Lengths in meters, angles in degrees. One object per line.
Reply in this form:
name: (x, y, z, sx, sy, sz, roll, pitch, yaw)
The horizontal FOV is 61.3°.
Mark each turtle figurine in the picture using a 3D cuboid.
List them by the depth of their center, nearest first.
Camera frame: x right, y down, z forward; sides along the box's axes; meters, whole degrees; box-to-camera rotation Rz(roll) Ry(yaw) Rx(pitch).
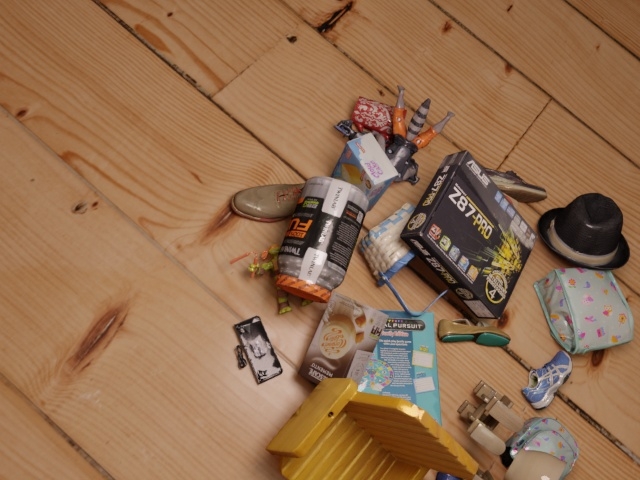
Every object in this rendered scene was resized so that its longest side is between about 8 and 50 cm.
turtle figurine: (-0.118, 0.100, 1.574, 0.270, 0.087, 0.217, -16, 81, -27)

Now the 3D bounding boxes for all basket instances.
basket: (0.280, 0.052, 1.622, 0.255, 0.201, 0.289, -33, 74, -24)

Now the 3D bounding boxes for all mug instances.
mug: (0.190, -0.404, 1.826, 0.169, 0.113, 0.150, 20, 60, -1)

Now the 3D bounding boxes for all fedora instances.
fedora: (0.885, -0.054, 1.768, 0.334, 0.152, 0.334, 6, 40, -5)

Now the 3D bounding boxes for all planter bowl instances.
planter bowl: (0.543, 0.608, 1.393, 0.109, 0.162, 0.162, 31, 63, 29)

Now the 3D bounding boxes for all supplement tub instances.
supplement tub: (0.000, 0.000, 1.484, 0.194, 0.193, 0.315, 20, 76, -5)

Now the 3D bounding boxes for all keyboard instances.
keyboard: (-0.187, 0.310, 1.514, 0.108, 0.023, 0.180, -19, 74, -26)

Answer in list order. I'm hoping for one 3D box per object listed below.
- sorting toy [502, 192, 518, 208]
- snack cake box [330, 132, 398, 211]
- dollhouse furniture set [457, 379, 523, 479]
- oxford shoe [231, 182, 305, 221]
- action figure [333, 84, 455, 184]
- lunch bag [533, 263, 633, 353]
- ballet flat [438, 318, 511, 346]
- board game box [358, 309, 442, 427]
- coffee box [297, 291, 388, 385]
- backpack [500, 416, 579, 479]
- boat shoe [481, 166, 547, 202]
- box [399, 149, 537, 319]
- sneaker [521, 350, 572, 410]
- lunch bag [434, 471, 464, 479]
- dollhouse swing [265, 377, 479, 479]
sorting toy: (0.483, -0.084, 1.745, 0.257, 0.089, 0.255, 30, 83, 0)
snack cake box: (0.121, -0.188, 1.642, 0.089, 0.264, 0.152, -25, 77, -20)
dollhouse furniture set: (0.460, 0.543, 1.481, 0.161, 0.212, 0.242, 38, 92, 4)
oxford shoe: (-0.095, -0.135, 1.644, 0.348, 0.130, 0.122, -4, 71, -15)
action figure: (0.217, -0.319, 1.719, 0.341, 0.178, 0.330, 25, 104, -11)
lunch bag: (0.840, 0.223, 1.716, 0.224, 0.160, 0.262, -5, 65, -16)
ballet flat: (0.471, 0.275, 1.655, 0.232, 0.080, 0.073, 7, 53, -12)
board game box: (0.205, 0.371, 1.551, 0.254, 0.079, 0.336, 5, 68, -11)
coffee box: (0.063, 0.284, 1.471, 0.141, 0.098, 0.246, 19, 82, 37)
backpack: (0.632, 0.597, 1.533, 0.188, 0.144, 0.166, -37, 77, -25)
boat shoe: (0.643, -0.198, 1.860, 0.285, 0.103, 0.092, 10, 73, -3)
box: (0.441, -0.011, 1.567, 0.395, 0.097, 0.318, 44, 63, -22)
sneaker: (0.694, 0.413, 1.650, 0.081, 0.080, 0.211, 43, 65, 1)
lunch bag: (0.354, 0.678, 1.475, 0.098, 0.067, 0.065, 24, 65, -1)
dollhouse swing: (0.127, 0.534, 1.268, 0.315, 0.305, 0.347, -48, 112, -14)
